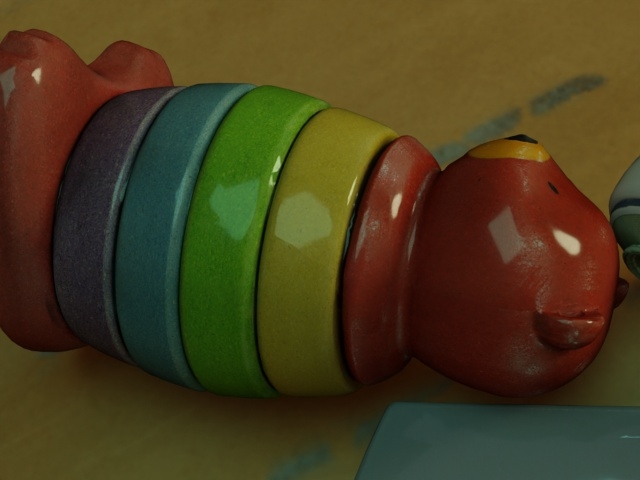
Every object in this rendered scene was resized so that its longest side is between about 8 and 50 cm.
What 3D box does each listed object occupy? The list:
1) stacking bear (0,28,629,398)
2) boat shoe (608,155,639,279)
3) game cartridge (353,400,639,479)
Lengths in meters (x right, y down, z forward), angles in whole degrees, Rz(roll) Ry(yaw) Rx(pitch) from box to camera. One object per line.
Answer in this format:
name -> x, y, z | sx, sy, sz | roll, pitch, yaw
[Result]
stacking bear -> 0.000, 0.000, 0.786 | 0.289, 0.175, 0.164 | 10, 96, 18
boat shoe -> 0.250, 0.064, 0.731 | 0.302, 0.109, 0.094 | 32, 77, 22
game cartridge -> 0.090, 0.216, 0.720 | 0.198, 0.062, 0.297 | -1, 64, 17
